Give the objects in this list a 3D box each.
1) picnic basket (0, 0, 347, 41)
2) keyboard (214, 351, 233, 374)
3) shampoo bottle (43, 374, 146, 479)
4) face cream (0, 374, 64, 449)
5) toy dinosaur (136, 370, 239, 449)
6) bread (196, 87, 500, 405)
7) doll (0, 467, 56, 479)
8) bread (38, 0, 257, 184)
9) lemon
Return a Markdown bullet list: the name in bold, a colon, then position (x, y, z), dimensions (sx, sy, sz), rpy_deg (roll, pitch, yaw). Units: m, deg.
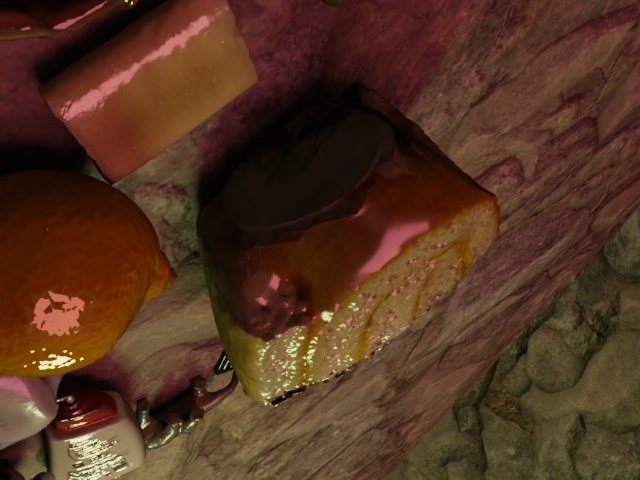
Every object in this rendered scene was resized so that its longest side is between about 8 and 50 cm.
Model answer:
- **picnic basket**: position (-0.098, -0.219, 0.341), dimensions (0.337, 0.337, 0.293), rpy_deg (-46, 153, 11)
- **keyboard**: position (-0.092, 0.185, 1.307), dimensions (0.204, 0.013, 0.061), rpy_deg (-12, 142, -43)
- **shampoo bottle**: position (-0.333, 0.260, 1.044), dimensions (0.153, 0.071, 0.284), rpy_deg (-17, 144, -15)
- **face cream**: position (-0.438, 0.203, 0.729), dimensions (0.420, 0.137, 0.234), rpy_deg (-33, 151, -19)
- **toy dinosaur**: position (-0.248, 0.307, 1.261), dimensions (0.248, 0.075, 0.188), rpy_deg (-24, 158, -39)
- **bread**: position (-0.008, 0.004, 0.903), dimensions (0.395, 0.239, 0.264), rpy_deg (-40, 149, 1)
- **doll**: position (-0.452, 0.371, 0.996), dimensions (0.215, 0.161, 0.256), rpy_deg (-20, 133, -11)
- **bread**: position (-0.148, -0.142, 0.677), dimensions (0.178, 0.060, 0.139), rpy_deg (-36, 154, -10)
- **lemon**: position (-0.245, 0.029, 0.679), dimensions (0.244, 0.187, 0.186), rpy_deg (-4, 136, -44)
